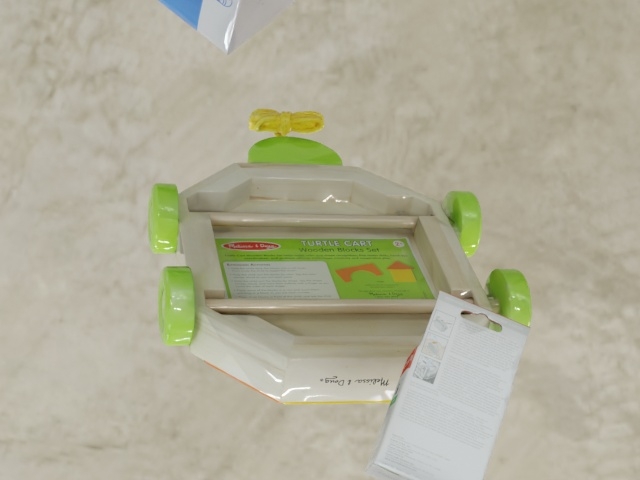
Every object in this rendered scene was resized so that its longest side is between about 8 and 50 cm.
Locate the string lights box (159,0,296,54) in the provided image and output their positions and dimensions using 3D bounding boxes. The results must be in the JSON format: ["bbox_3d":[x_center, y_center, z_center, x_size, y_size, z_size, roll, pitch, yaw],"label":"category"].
[{"bbox_3d":[-0.127,-0.286,0.998,0.259,0.133,0.077,39,146,11],"label":"string lights box"}]

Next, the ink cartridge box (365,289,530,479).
[{"bbox_3d":[0.076,0.093,0.698,0.062,0.115,0.029,23,156,0],"label":"ink cartridge box"}]

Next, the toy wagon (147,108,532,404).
[{"bbox_3d":[0.000,0.000,0.940,0.267,0.344,0.068,1,122,-13],"label":"toy wagon"}]
